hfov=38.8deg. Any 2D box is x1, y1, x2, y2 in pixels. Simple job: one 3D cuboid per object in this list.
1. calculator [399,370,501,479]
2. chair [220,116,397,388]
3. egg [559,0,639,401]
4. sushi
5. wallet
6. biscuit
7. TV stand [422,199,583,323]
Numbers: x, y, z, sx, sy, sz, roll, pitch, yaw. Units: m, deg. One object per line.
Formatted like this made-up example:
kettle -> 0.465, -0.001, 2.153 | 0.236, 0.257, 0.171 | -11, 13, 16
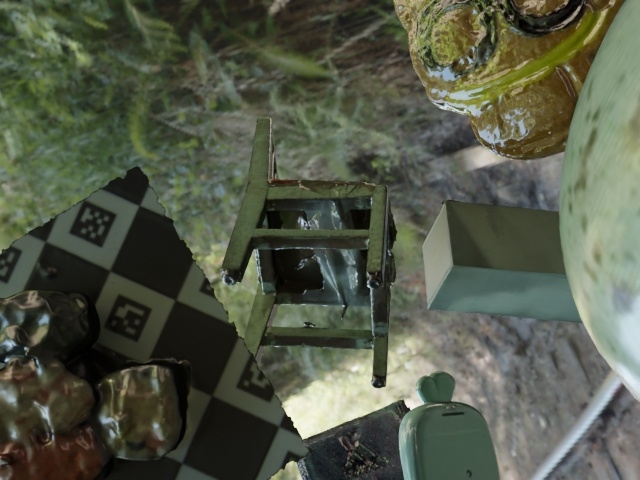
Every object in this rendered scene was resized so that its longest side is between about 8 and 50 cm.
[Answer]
calculator -> 0.102, 0.176, 0.703 | 0.021, 0.095, 0.153 | -25, 67, 48
chair -> 0.000, 0.000, 0.869 | 0.270, 0.147, 0.136 | -81, -10, -54
egg -> 0.288, -0.050, 0.521 | 0.287, 0.288, 0.379 | -120, 30, -69
sushi -> -0.160, 0.101, 0.564 | 0.219, 0.231, 0.047 | 58, 180, 5
wallet -> 0.054, 0.284, 1.175 | 0.030, 0.166, 0.111 | 75, 174, -63
biscuit -> 0.168, -0.212, 0.815 | 0.041, 0.208, 0.290 | 7, -117, -59
TV stand -> 0.243, 0.026, 0.909 | 0.088, 0.270, 0.082 | 111, 161, -54
